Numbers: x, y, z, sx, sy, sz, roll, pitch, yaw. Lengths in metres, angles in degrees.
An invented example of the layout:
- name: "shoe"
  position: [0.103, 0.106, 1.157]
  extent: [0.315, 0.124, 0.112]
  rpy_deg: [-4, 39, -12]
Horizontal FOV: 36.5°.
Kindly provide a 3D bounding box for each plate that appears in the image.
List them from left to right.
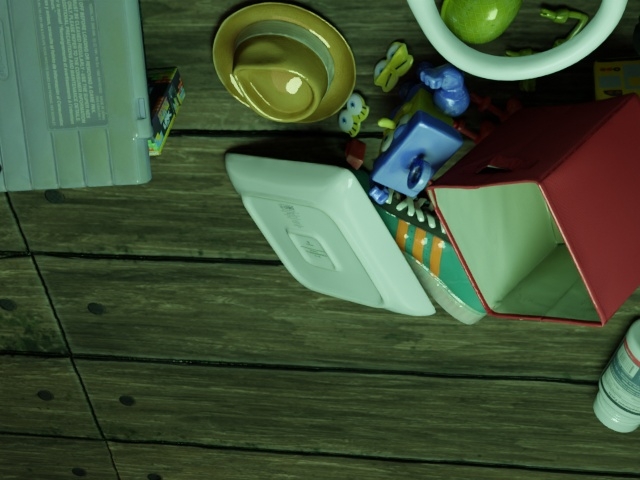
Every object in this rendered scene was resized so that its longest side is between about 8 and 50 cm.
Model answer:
- name: "plate"
  position: [0.000, 0.000, 1.371]
  extent: [0.277, 0.045, 0.278]
  rpy_deg: [13, 144, 48]

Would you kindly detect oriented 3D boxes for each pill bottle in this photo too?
- name: "pill bottle"
  position: [0.499, 0.215, 1.515]
  extent: [0.107, 0.108, 0.180]
  rpy_deg: [14, 134, -1]

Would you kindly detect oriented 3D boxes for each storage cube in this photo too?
- name: "storage cube"
  position: [0.277, -0.035, 1.127]
  extent: [0.183, 0.193, 0.215]
  rpy_deg: [0, 125, 56]

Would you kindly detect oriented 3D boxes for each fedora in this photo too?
- name: "fedora"
  position: [-0.053, -0.213, 1.259]
  extent: [0.194, 0.079, 0.194]
  rpy_deg: [6, 132, 7]

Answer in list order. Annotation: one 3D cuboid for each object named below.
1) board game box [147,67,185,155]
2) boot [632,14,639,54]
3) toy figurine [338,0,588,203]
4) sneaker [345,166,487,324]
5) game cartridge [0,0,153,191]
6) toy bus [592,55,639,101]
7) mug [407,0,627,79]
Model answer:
- name: "board game box"
  position: [-0.282, -0.170, 1.303]
  extent: [0.170, 0.141, 0.048]
  rpy_deg: [-3, 131, 13]
- name: "boot"
  position: [0.534, -0.286, 1.037]
  extent: [0.260, 0.131, 0.348]
  rpy_deg: [21, 126, -15]
- name: "toy figurine"
  position: [0.159, -0.141, 1.187]
  extent: [0.191, 0.217, 0.362]
  rpy_deg: [30, 131, -16]
- name: "sneaker"
  position: [0.154, -0.016, 1.369]
  extent: [0.302, 0.108, 0.121]
  rpy_deg: [39, 123, -11]
- name: "game cartridge"
  position: [-0.329, -0.241, 1.198]
  extent: [0.230, 0.068, 0.355]
  rpy_deg: [-2, 100, 9]
- name: "toy bus"
  position: [0.407, -0.079, 1.252]
  extent: [0.108, 0.130, 0.333]
  rpy_deg: [-2, 131, 13]
- name: "mug"
  position: [0.171, -0.341, 0.933]
  extent: [0.327, 0.276, 0.374]
  rpy_deg: [-12, 103, 21]
